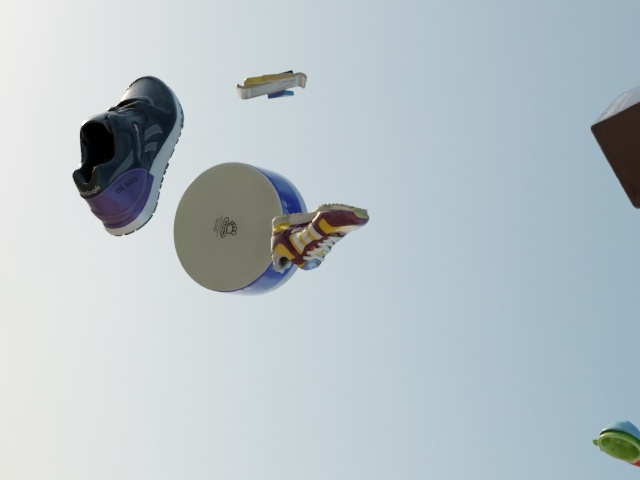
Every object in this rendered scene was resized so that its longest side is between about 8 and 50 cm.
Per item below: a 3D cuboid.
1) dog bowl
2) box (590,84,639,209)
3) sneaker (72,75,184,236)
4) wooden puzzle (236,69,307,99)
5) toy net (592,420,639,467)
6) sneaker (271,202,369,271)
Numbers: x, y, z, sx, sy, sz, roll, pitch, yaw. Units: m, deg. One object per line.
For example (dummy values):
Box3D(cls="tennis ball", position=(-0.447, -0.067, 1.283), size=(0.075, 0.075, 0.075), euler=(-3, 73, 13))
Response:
Box3D(cls="dog bowl", position=(-0.160, -0.022, 2.064), size=(0.265, 0.265, 0.104), euler=(43, 14, 25))
Box3D(cls="box", position=(0.562, -0.197, 1.328), size=(0.381, 0.191, 0.143), euler=(-29, -85, 33))
Box3D(cls="sneaker", position=(-0.273, -0.153, 1.451), size=(0.107, 0.283, 0.124), euler=(-15, -42, 20))
Box3D(cls="wooden puzzle", position=(-0.051, -0.163, 1.078), size=(0.116, 0.079, 0.014), euler=(161, -81, -80))
Box3D(cls="toy net", position=(0.526, 0.339, 1.548), size=(0.232, 0.045, 0.122), euler=(21, -36, 12))
Box3D(cls="sneaker", position=(0.000, 0.000, 1.459), size=(0.186, 0.070, 0.083), euler=(-13, -110, 50))
